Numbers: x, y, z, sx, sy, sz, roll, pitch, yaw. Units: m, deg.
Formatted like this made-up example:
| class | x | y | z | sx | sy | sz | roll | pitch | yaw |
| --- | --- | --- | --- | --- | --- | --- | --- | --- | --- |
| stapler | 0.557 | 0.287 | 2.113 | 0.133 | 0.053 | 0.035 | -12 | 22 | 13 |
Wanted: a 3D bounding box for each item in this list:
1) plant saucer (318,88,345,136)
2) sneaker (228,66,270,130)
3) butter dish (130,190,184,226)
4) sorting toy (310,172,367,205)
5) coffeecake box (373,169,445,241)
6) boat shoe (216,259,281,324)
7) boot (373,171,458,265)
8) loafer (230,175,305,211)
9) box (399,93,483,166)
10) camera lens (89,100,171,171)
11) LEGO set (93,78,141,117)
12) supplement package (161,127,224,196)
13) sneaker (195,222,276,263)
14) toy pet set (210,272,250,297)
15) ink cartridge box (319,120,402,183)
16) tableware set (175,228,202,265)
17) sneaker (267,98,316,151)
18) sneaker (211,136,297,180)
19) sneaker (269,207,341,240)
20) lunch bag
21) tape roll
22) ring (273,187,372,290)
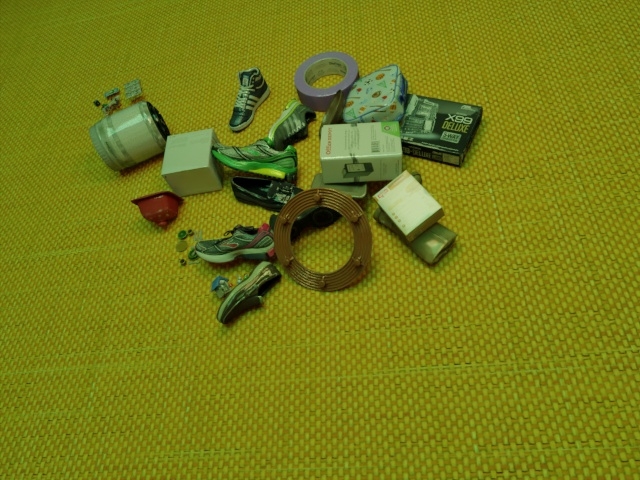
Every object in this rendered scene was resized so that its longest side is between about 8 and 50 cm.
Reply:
| class | x | y | z | sx | sy | sz | roll | pitch | yaw |
| --- | --- | --- | --- | --- | --- | --- | --- | --- | --- |
| plant saucer | 0.050 | -0.492 | 1.905 | 0.036 | 0.198 | 0.199 | 23 | 60 | -14 |
| sneaker | -0.323 | -0.611 | 2.065 | 0.099 | 0.153 | 0.282 | 18 | 65 | 24 |
| butter dish | -0.610 | -0.111 | 1.845 | 0.159 | 0.160 | 0.119 | -13 | 80 | 5 |
| sorting toy | 0.064 | -0.182 | 1.700 | 0.195 | 0.047 | 0.348 | 3 | 28 | 6 |
| coffeecake box | 0.283 | -0.112 | 1.565 | 0.142 | 0.068 | 0.186 | -38 | 60 | 4 |
| boat shoe | -0.227 | 0.179 | 1.588 | 0.095 | 0.095 | 0.257 | 32 | 70 | 22 |
| boot | 0.343 | -0.077 | 1.616 | 0.269 | 0.089 | 0.236 | 39 | 87 | 31 |
| loafer | -0.197 | -0.180 | 1.801 | 0.302 | 0.095 | 0.109 | 9 | 61 | 18 |
| box | 0.416 | -0.417 | 1.810 | 0.307 | 0.077 | 0.243 | 19 | 66 | 24 |
| camera lens | -0.784 | -0.438 | 2.029 | 0.274 | 0.219 | 0.220 | -25 | 56 | -3 |
| LEGO set | -0.975 | -0.684 | 2.349 | 0.244 | 0.060 | 0.182 | -26 | 44 | -5 |
| supplement package | -0.497 | -0.306 | 1.919 | 0.194 | 0.149 | 0.203 | -8 | 57 | 9 |
| sneaker | -0.293 | 0.002 | 1.677 | 0.298 | 0.112 | 0.121 | -6 | 26 | 13 |
| toy pet set | -0.310 | 0.134 | 1.628 | 0.114 | 0.122 | 0.065 | -40 | 82 | 32 |
| ink cartridge box | 0.141 | -0.308 | 1.687 | 0.272 | 0.115 | 0.199 | -2 | 47 | 6 |
| tableware set | -0.491 | 0.022 | 1.789 | 0.103 | 0.024 | 0.154 | -8 | 58 | 9 |
| sneaker | -0.117 | -0.437 | 1.939 | 0.121 | 0.111 | 0.300 | 20 | 69 | 15 |
| sneaker | -0.245 | -0.323 | 1.837 | 0.343 | 0.134 | 0.147 | 12 | 97 | 6 |
| sneaker | -0.055 | -0.100 | 1.717 | 0.286 | 0.109 | 0.130 | -21 | 46 | -5 |
| lunch bag | 0.220 | -0.533 | 1.858 | 0.243 | 0.115 | 0.304 | -14 | 46 | 29 |
| tape roll | 0.030 | -0.676 | 2.060 | 0.274 | 0.090 | 0.275 | -7 | 58 | 11 |
| ring | 0.000 | 0.000 | 1.556 | 0.336 | 0.032 | 0.337 | 3 | 101 | 18 |
